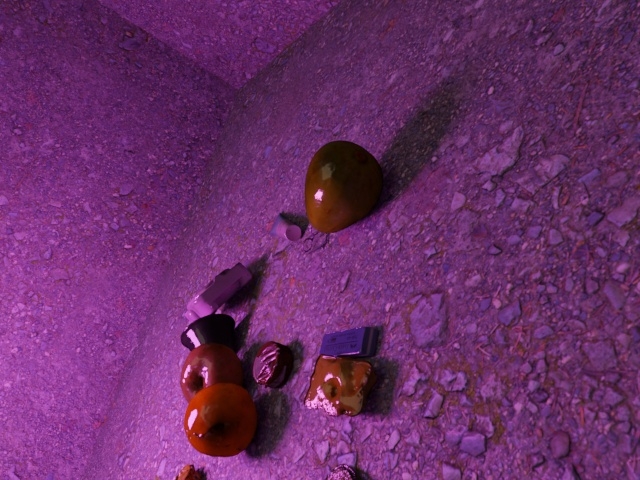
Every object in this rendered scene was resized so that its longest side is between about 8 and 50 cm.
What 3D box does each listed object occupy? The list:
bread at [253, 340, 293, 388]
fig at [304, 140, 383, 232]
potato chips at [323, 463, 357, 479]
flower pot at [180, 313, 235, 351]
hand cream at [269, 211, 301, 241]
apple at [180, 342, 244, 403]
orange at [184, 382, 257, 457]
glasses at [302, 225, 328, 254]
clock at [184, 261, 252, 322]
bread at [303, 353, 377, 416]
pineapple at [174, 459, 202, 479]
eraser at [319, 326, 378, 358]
[{"bbox_3d":[-0.163,0.426,1.821,0.160,0.073,0.161,-36,41,39],"label":"bread"},{"bbox_3d":[0.065,-0.165,1.781,0.258,0.257,0.326,-99,26,-49],"label":"fig"},{"bbox_3d":[0.023,0.659,1.299,0.220,0.029,0.202,-59,13,-18],"label":"potato chips"},{"bbox_3d":[-0.445,0.429,2.185,0.235,0.235,0.148,-49,49,24],"label":"flower pot"},{"bbox_3d":[-0.157,-0.049,2.263,0.111,0.070,0.312,-64,19,1],"label":"hand cream"},{"bbox_3d":[-0.403,0.516,1.992,0.260,0.194,0.261,1,93,27],"label":"apple"},{"bbox_3d":[-0.333,0.602,1.771,0.246,0.246,0.246,-40,35,36],"label":"orange"},{"bbox_3d":[0.000,0.000,1.970,0.103,0.062,0.140,22,85,40],"label":"glasses"},{"bbox_3d":[-0.463,0.244,2.340,0.295,0.113,0.322,-43,2,-34],"label":"clock"},{"bbox_3d":[0.060,0.401,1.453,0.233,0.088,0.161,-9,63,54],"label":"bread"},{"bbox_3d":[-0.501,0.907,1.908,0.135,0.079,0.233,-23,24,40],"label":"pineapple"},{"bbox_3d":[0.079,0.304,1.553,0.225,0.036,0.082,-22,46,52],"label":"eraser"}]
